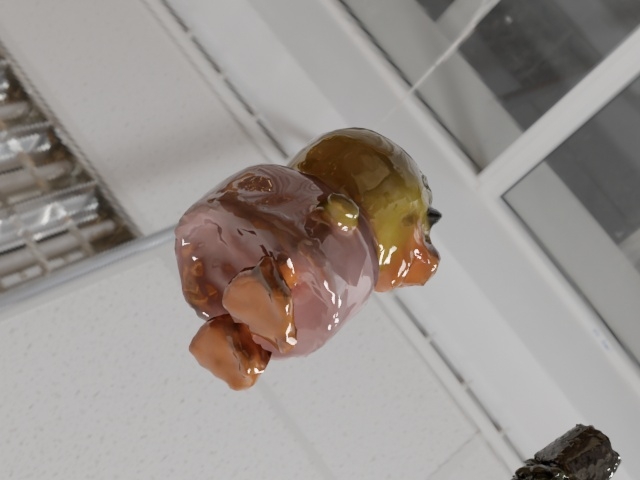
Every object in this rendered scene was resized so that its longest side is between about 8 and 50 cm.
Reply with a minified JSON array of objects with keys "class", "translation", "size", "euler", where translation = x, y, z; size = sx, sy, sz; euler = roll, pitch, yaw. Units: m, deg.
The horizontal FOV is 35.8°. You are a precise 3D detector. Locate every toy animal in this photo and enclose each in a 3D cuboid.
[{"class":"toy animal","translation":[-0.001,-0.004,0.849],"size":[0.281,0.195,0.169],"euler":[-28,-106,-41]}]

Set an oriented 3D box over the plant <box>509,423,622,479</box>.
[{"class":"plant","translation":[0.291,0.288,1.197],"size":[0.143,0.094,0.092],"euler":[-37,-76,-21]}]
